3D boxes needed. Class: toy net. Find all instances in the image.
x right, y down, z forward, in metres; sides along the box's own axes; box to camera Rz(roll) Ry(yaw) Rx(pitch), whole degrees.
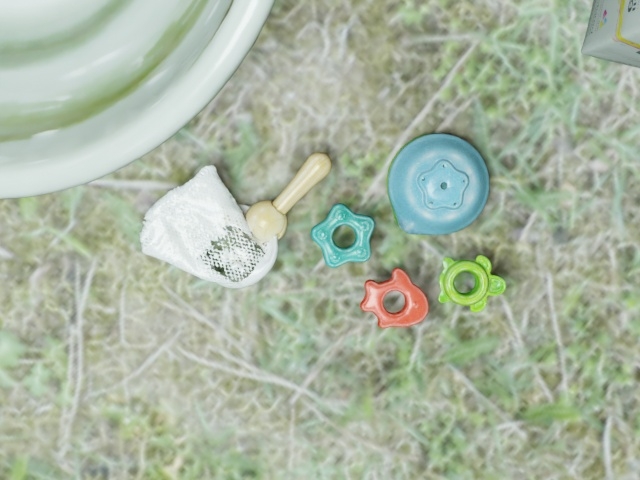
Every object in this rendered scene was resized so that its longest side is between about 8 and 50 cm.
[{"bbox_3d":[0.000,0.000,1.214,0.232,0.045,0.122,-7,95,-3],"label":"toy net"}]

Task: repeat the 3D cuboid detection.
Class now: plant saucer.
[{"bbox_3d":[-0.190,-0.227,1.071,0.401,0.100,0.400,3,102,15],"label":"plant saucer"}]

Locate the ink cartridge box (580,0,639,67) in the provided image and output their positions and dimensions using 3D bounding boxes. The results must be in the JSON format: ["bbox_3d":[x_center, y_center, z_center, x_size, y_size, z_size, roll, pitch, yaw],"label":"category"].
[{"bbox_3d":[0.237,-0.185,1.138,0.093,0.212,0.154,12,92,-5],"label":"ink cartridge box"}]
